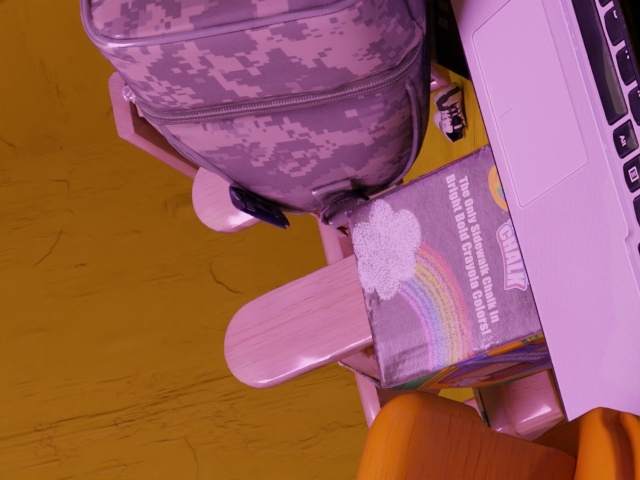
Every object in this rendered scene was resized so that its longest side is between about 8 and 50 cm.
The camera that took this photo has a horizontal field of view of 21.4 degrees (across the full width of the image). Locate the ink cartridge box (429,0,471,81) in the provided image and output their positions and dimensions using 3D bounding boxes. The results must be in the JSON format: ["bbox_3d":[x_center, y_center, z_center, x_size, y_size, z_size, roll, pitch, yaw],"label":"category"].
[{"bbox_3d":[0.097,-0.280,1.194,0.303,0.072,0.307,-126,32,-74],"label":"ink cartridge box"}]

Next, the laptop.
[{"bbox_3d":[0.099,-0.110,0.823,0.408,0.236,0.382,-39,61,58],"label":"laptop"}]

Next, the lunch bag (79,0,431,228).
[{"bbox_3d":[-0.025,-0.191,1.149,0.256,0.212,0.305,52,-150,-59],"label":"lunch bag"}]

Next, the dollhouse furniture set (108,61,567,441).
[{"bbox_3d":[0.000,0.000,1.434,0.362,0.256,0.394,30,-139,-55],"label":"dollhouse furniture set"}]

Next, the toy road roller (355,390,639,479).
[{"bbox_3d":[0.109,0.186,0.865,0.329,0.240,0.203,131,156,-67],"label":"toy road roller"}]

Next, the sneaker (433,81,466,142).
[{"bbox_3d":[0.135,-0.129,1.713,0.037,0.032,0.083,60,174,23],"label":"sneaker"}]

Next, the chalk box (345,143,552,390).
[{"bbox_3d":[0.144,0.009,1.111,0.213,0.132,0.132,-23,73,42],"label":"chalk box"}]
